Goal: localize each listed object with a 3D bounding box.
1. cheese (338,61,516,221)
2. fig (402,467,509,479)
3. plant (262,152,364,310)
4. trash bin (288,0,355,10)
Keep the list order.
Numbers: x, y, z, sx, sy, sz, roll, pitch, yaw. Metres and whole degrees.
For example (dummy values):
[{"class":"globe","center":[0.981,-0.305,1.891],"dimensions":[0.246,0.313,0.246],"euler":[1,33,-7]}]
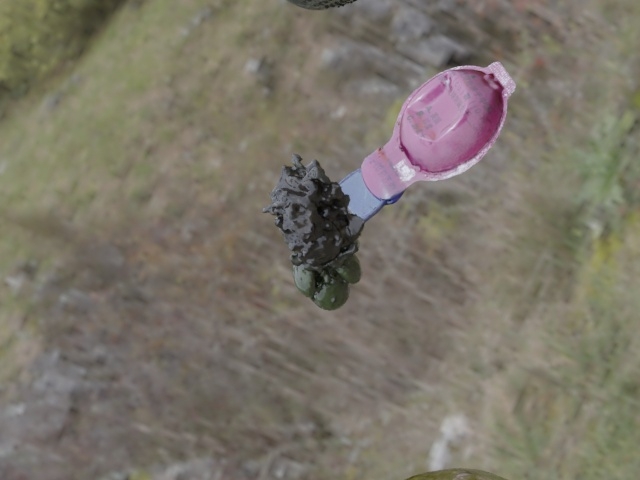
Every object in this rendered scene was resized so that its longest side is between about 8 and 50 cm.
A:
[{"class":"cheese","center":[0.121,-0.112,1.900],"dimensions":[0.244,0.062,0.155],"euler":[-40,44,10]},{"class":"fig","center":[0.082,0.167,0.802],"dimensions":[0.126,0.185,0.133],"euler":[28,113,34]},{"class":"plant","center":[0.000,0.000,1.452],"dimensions":[0.174,0.087,0.085],"euler":[78,-170,-50]},{"class":"trash bin","center":[0.019,-0.308,1.668],"dimensions":[0.161,0.175,0.175],"euler":[-25,44,59]}]
